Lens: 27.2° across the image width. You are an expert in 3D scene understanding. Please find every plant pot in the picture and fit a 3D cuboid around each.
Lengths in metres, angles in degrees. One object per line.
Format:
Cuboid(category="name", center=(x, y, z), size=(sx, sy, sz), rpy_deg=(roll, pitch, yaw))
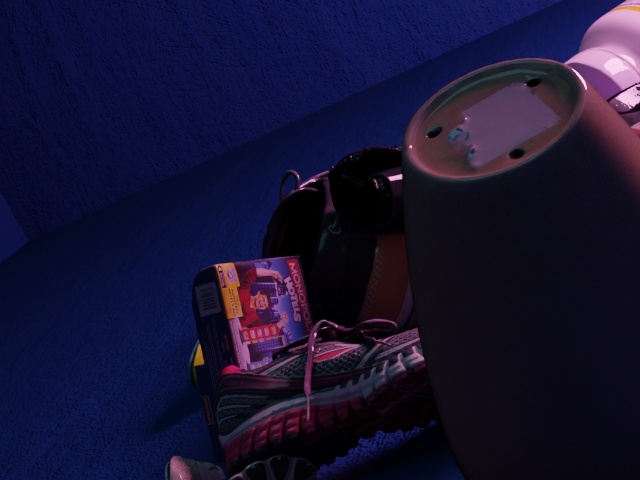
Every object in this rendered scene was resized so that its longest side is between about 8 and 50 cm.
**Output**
Cuboid(category="plant pot", center=(0.166, 0.017, 0.934), size=(0.256, 0.274, 0.256), rpy_deg=(-18, 36, 14))

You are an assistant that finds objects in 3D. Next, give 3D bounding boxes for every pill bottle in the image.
Cuboid(category="pill bottle", center=(0.459, -0.241, 1.719), size=(0.334, 0.188, 0.188), rpy_deg=(-35, 14, -27))

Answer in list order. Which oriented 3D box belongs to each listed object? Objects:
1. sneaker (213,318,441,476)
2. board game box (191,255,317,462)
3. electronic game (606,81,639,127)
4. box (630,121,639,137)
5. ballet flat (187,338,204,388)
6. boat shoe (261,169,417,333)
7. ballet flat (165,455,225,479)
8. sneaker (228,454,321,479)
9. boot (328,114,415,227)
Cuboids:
Cuboid(category="sneaker", center=(0.037, 0.119, 1.221), size=(0.299, 0.121, 0.112), rpy_deg=(-22, 57, 5))
Cuboid(category="board game box", center=(-0.050, 0.119, 1.389), size=(0.060, 0.194, 0.194), rpy_deg=(-17, -7, 34))
Cuboid(category="electronic game", center=(0.392, -0.149, 1.403), size=(0.229, 0.048, 0.229), rpy_deg=(-22, 12, 5))
Cuboid(category="box", center=(0.352, -0.029, 1.189), size=(0.127, 0.148, 0.232), rpy_deg=(-28, 12, -1))
Cuboid(category="ballet flat", center=(-0.093, 0.122, 1.706), size=(0.077, 0.077, 0.231), rpy_deg=(-4, 19, 22))
Cuboid(category="boat shoe", center=(0.000, 0.000, 1.678), size=(0.156, 0.186, 0.500), rpy_deg=(10, 8, -15))
Cuboid(category="ballet flat", center=(-0.119, 0.231, 1.279), size=(0.052, 0.057, 0.168), rpy_deg=(-17, -6, -6))
Cuboid(category="sneaker", center=(-0.080, 0.245, 1.201), size=(0.170, 0.068, 0.071), rpy_deg=(-26, 1, -3))
Cuboid(category="boot", center=(0.098, -0.090, 1.520), size=(0.207, 0.094, 0.246), rpy_deg=(-12, 20, -22))
